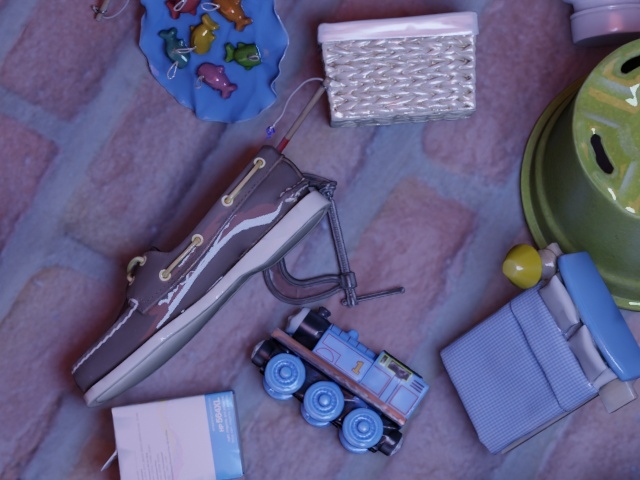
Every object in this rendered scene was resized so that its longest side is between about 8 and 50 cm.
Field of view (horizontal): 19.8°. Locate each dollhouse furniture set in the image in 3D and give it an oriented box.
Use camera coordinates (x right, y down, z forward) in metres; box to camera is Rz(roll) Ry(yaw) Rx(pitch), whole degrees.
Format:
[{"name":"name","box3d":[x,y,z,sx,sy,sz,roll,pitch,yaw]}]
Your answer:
[{"name":"dollhouse furniture set","box3d":[0.163,0.193,1.788,0.286,0.198,0.303,-36,71,38]}]

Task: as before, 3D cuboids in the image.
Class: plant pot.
[{"name":"plant pot","box3d":[0.334,-0.084,1.803,0.276,0.254,0.276,-1,78,6]}]

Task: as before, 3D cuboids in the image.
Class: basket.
[{"name":"basket","box3d":[0.082,-0.175,1.899,0.167,0.113,0.103,-5,89,0]}]

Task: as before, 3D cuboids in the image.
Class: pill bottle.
[{"name":"pill bottle","box3d":[0.295,-0.301,1.908,0.112,0.112,0.187,-5,87,-1]}]

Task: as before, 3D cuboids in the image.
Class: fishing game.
[{"name":"fishing game","box3d":[-0.114,-0.204,1.881,0.264,0.041,0.189,44,129,6]}]

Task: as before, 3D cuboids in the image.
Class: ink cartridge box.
[{"name":"ink cartridge box","box3d":[-0.154,0.207,1.884,0.143,0.092,0.090,-7,86,-1]}]

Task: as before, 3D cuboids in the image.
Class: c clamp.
[{"name":"c clamp","box3d":[0.000,0.000,1.936,0.137,0.022,0.161,-18,88,4]}]

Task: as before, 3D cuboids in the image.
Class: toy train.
[{"name":"toy train","box3d":[0.020,0.144,1.900,0.184,0.080,0.105,35,78,4]}]

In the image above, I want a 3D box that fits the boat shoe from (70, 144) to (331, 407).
[{"name":"boat shoe","box3d":[-0.138,0.038,1.882,0.324,0.116,0.097,-42,84,0]}]
